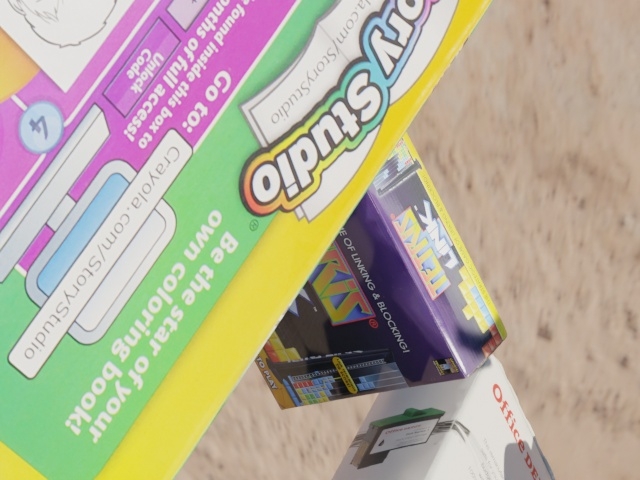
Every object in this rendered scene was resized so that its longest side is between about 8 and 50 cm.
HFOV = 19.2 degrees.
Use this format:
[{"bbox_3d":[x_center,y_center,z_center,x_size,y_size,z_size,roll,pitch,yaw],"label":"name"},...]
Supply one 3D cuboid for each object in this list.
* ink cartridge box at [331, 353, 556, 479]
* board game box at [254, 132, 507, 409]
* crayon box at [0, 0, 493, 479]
[{"bbox_3d":[0.083,0.208,1.349,0.093,0.219,0.160,-12,116,30],"label":"ink cartridge box"},{"bbox_3d":[0.000,0.000,0.990,0.048,0.141,0.170,-40,107,-41],"label":"board game box"},{"bbox_3d":[-0.084,-0.023,0.423,0.081,0.165,0.278,15,65,46],"label":"crayon box"}]
